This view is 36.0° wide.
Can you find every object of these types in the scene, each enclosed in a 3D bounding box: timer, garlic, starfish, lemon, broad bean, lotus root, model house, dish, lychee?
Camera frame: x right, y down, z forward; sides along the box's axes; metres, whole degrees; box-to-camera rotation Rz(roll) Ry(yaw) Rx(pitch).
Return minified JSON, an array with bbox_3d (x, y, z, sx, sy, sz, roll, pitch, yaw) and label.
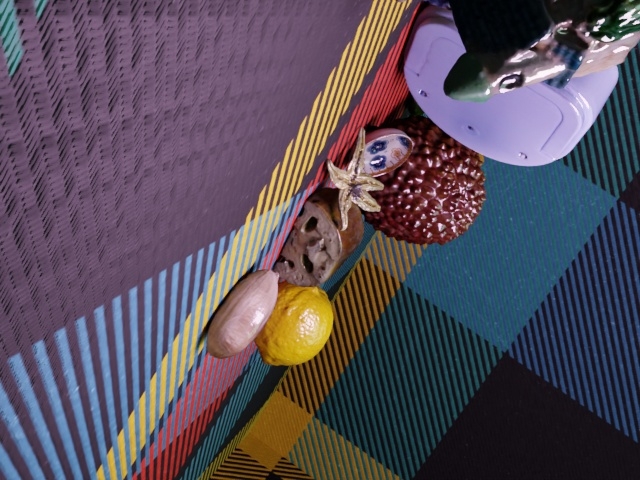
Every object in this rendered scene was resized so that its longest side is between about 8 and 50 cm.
[{"bbox_3d":[0.342,-0.307,1.861,0.173,0.395,0.395,-56,174,-21],"label":"timer"},{"bbox_3d":[-0.139,0.128,1.788,0.195,0.087,0.101,-58,-173,-11],"label":"garlic"},{"bbox_3d":[0.065,-0.118,1.924,0.223,0.050,0.216,32,71,-58],"label":"starfish"},{"bbox_3d":[-0.064,0.178,2.165,0.180,0.181,0.193,-43,143,-61],"label":"lemon"},{"bbox_3d":[0.232,-0.333,2.322,0.254,0.046,0.065,75,37,-80],"label":"broad bean"},{"bbox_3d":[0.000,0.000,1.998,0.119,0.138,0.235,-36,167,-42],"label":"lotus root"},{"bbox_3d":[0.243,-0.346,1.304,0.284,0.298,0.243,-19,168,-1],"label":"model house"},{"bbox_3d":[0.113,-0.203,2.049,0.141,0.078,0.141,-18,152,-10],"label":"dish"},{"bbox_3d":[0.226,-0.134,2.246,0.306,0.330,0.306,-27,141,-25],"label":"lychee"}]
